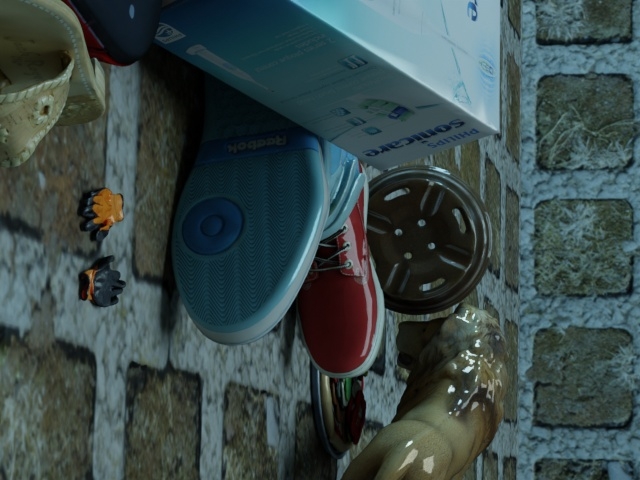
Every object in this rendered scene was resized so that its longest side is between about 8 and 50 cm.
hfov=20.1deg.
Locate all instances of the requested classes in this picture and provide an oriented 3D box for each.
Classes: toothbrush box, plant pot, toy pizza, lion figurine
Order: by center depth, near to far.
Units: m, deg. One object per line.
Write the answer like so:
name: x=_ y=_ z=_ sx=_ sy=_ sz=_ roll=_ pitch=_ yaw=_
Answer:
toothbrush box: x=0.006 y=-0.212 z=1.381 sx=0.295 sy=0.126 sz=0.216 roll=29 pitch=56 yaw=-43
lion figurine: x=0.096 y=0.216 z=1.819 sx=0.240 sy=0.142 sz=0.392 roll=-61 pitch=180 yaw=19
plant pot: x=0.102 y=-0.001 z=1.907 sx=0.165 sy=0.167 sz=0.167 roll=4 pitch=85 yaw=-87
toy pizza: x=0.028 y=0.134 z=1.941 sx=0.201 sy=0.032 sz=0.201 roll=0 pitch=90 yaw=-76

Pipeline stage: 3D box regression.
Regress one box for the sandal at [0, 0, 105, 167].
sandal: x=-0.169 y=-0.077 z=1.018 sx=0.240 sy=0.088 sz=0.079 roll=49 pitch=36 yaw=-77

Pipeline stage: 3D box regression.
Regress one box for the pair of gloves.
pair of gloves: x=-0.150 y=0.005 z=1.256 sx=0.074 sy=0.010 sz=0.083 roll=-2 pitch=92 yaw=-77

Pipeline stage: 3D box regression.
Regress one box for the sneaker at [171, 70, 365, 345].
sneaker: x=-0.030 y=-0.021 z=1.513 sx=0.208 sy=0.127 sz=0.319 roll=67 pitch=27 yaw=-55

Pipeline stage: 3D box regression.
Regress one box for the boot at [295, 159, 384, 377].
boot: x=0.000 y=0.000 z=1.729 sx=0.176 sy=0.088 sz=0.244 roll=56 pitch=27 yaw=-65

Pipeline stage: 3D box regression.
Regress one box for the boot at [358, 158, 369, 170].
boot: x=0.042 y=-0.100 z=1.992 sx=0.087 sy=0.042 sz=0.118 roll=62 pitch=31 yaw=-67

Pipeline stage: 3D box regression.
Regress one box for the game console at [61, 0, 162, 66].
game console: x=-0.158 y=-0.339 z=1.140 sx=0.342 sy=0.060 sz=0.387 roll=65 pitch=27 yaw=-61
